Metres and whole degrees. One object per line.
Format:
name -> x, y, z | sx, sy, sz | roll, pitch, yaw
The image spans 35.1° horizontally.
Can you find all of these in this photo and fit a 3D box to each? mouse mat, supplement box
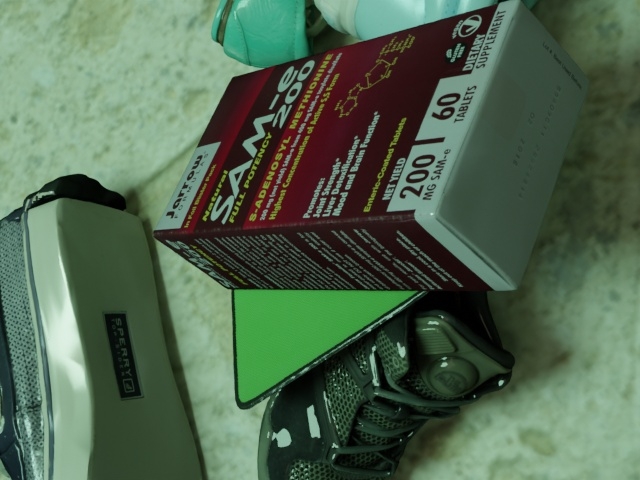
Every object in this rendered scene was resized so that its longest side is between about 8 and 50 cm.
mouse mat -> 0.000, 0.000, 0.624 | 0.153, 0.007, 0.189 | -35, 35, 23
supplement box -> 0.018, -0.043, 0.571 | 0.239, 0.073, 0.130 | -4, 55, 49

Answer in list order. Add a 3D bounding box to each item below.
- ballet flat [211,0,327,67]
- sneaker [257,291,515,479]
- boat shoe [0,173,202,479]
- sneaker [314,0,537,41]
ballet flat -> 0.006, -0.229, 0.669 | 0.087, 0.083, 0.247 | 20, 95, 1
sneaker -> 0.035, 0.097, 0.595 | 0.130, 0.087, 0.227 | 26, 97, 63
boat shoe -> -0.187, 0.137, 0.714 | 0.158, 0.127, 0.340 | -20, 70, 30
sneaker -> 0.158, -0.235, 0.570 | 0.150, 0.135, 0.366 | 43, 113, 14
